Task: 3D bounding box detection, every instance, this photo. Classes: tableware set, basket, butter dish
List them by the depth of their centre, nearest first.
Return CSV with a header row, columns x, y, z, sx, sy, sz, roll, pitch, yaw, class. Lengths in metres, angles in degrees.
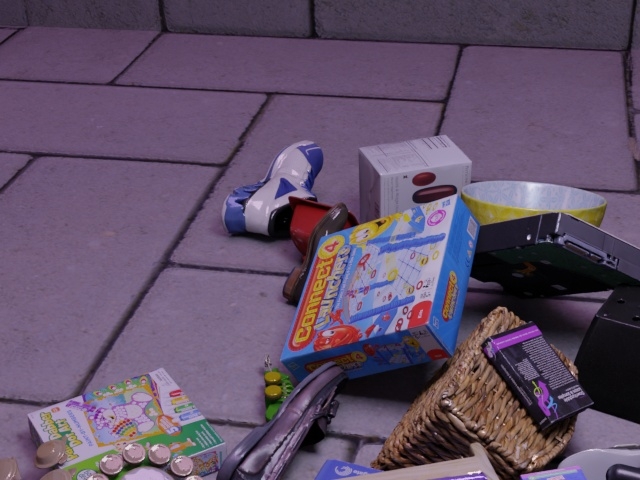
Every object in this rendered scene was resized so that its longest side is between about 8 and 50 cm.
x,y,z,sx,sy,sz,roll,pitch,yaw,class
-0.445,0.367,1.707,0.169,0.020,0.141,-25,37,3,tableware set
0.261,0.294,1.789,0.213,0.223,0.299,39,38,4,basket
0.000,0.000,2.324,0.160,0.160,0.118,16,65,26,butter dish

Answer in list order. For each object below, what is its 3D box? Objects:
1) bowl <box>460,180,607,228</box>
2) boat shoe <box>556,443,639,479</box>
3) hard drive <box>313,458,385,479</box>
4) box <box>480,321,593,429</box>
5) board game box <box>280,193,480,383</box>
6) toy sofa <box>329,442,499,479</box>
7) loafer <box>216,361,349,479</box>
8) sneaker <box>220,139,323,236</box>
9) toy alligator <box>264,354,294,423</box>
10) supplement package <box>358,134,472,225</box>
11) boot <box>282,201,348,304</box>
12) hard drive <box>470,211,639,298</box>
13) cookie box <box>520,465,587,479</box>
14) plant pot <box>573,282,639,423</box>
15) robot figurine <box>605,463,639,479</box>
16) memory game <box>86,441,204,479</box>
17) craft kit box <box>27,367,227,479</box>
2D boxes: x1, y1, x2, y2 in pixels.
x,y,z,sx,sy,sz,roll,pitch,yaw,class
0.422,-0.018,2.265,0.290,0.156,0.289,2,13,-1,bowl
0.464,0.348,1.709,0.219,0.077,0.070,-5,-6,1,boat shoe
0.045,0.439,1.585,0.210,0.040,0.318,10,31,21,hard drive
0.333,0.206,1.731,0.116,0.029,0.162,-12,57,-43,box
0.107,0.089,1.962,0.302,0.086,0.308,-18,37,33,board game box
0.071,0.395,1.464,0.363,0.150,0.177,-7,28,-9,toy sofa
-0.038,0.311,1.788,0.095,0.109,0.302,34,47,19,loafer
-0.058,-0.089,2.503,0.182,0.127,0.315,19,41,27,sneaker
-0.069,0.250,1.925,0.051,0.056,0.189,-3,28,-2,toy alligator
0.200,-0.099,2.411,0.203,0.194,0.149,-10,30,-13,supplement package
0.023,0.039,2.199,0.106,0.219,0.082,28,1,29,boot
0.394,0.031,2.023,0.237,0.064,0.339,22,-16,-26,hard drive
0.330,0.380,1.607,0.092,0.107,0.040,-6,29,-9,cookie box
0.536,0.183,1.901,0.187,0.167,0.188,15,34,29,plant pot
0.399,0.419,1.459,0.278,0.209,0.173,8,17,18,robot figurine
-0.258,0.380,1.671,0.186,0.012,0.186,7,48,-8,memory game
-0.313,0.321,1.814,0.247,0.061,0.250,-20,33,-25,craft kit box
